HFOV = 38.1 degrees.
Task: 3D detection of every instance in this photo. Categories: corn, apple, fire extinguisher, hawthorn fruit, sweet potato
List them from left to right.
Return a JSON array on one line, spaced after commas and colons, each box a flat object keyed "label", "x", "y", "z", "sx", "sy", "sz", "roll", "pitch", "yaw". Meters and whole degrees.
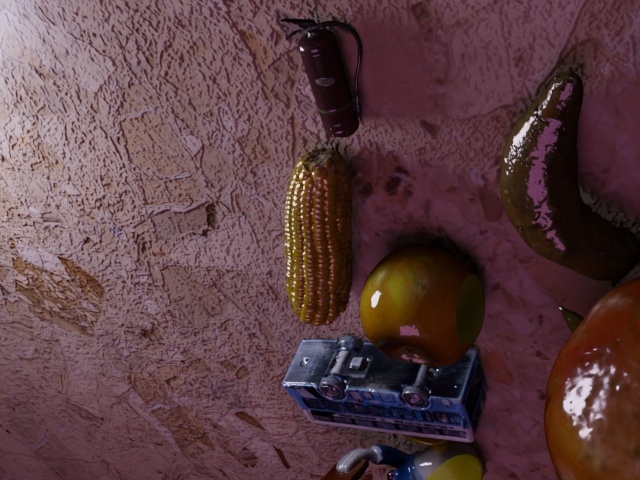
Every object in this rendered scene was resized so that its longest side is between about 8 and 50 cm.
[{"label": "corn", "x": 0.000, "y": 0.000, "z": 1.226, "sx": 0.101, "sy": 0.101, "sz": 0.292, "roll": 16, "pitch": 135, "yaw": 13}, {"label": "fire extinguisher", "x": 0.014, "y": -0.191, "z": 1.050, "sx": 0.078, "sy": 0.045, "sz": 0.157, "roll": -16, "pitch": 129, "yaw": 5}, {"label": "apple", "x": 0.128, "y": 0.091, "z": 1.207, "sx": 0.146, "sy": 0.147, "sz": 0.163, "roll": 0, "pitch": 135, "yaw": 30}, {"label": "sweet potato", "x": 0.267, "y": -0.045, "z": 1.026, "sx": 0.124, "sy": 0.098, "sz": 0.310, "roll": -21, "pitch": 122, "yaw": 16}, {"label": "hawthorn fruit", "x": 0.419, "y": 0.193, "z": 1.010, "sx": 0.402, "sy": 0.403, "sz": 0.403, "roll": 15, "pitch": 139, "yaw": 14}]

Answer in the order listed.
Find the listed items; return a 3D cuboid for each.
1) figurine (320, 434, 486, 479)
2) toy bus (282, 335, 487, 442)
[{"label": "figurine", "x": 0.143, "y": 0.431, "z": 1.544, "sx": 0.283, "sy": 0.205, "sz": 0.338, "roll": -15, "pitch": 143, "yaw": 8}, {"label": "toy bus", "x": 0.099, "y": 0.223, "z": 1.403, "sx": 0.297, "sy": 0.106, "sz": 0.131, "roll": 1, "pitch": 136, "yaw": 30}]
